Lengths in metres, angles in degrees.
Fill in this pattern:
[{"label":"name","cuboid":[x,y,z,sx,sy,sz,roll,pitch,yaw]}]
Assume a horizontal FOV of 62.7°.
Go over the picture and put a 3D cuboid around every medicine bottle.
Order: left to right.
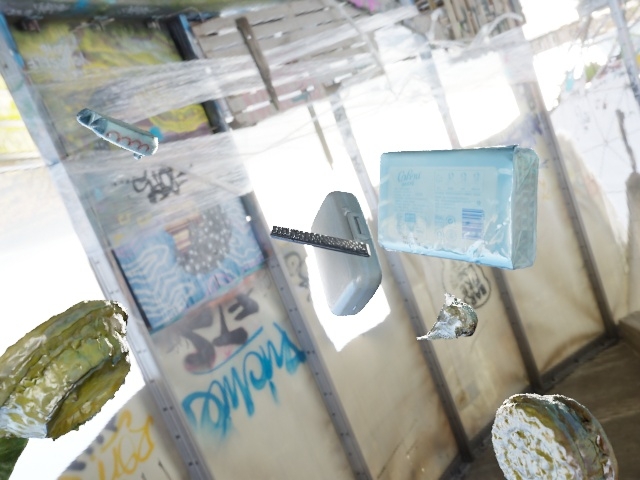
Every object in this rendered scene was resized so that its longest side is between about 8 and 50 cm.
[{"label":"medicine bottle","cuboid":[0.074,0.038,1.669,0.123,0.375,0.282,2,142,-21]}]

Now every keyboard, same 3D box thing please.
[{"label":"keyboard","cuboid":[0.000,0.000,1.059,0.202,0.011,0.067,12,-158,-3]}]

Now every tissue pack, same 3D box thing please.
[{"label":"tissue pack","cuboid":[0.212,-0.059,0.844,0.089,0.177,0.263,-6,-170,-37]}]

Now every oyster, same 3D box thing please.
[{"label":"oyster","cuboid":[0.353,0.219,1.424,0.161,0.107,0.233,-62,176,-13]}]

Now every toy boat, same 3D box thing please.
[{"label":"toy boat","cuboid":[-0.510,-0.263,1.333,0.134,0.078,0.208,27,-174,32]}]

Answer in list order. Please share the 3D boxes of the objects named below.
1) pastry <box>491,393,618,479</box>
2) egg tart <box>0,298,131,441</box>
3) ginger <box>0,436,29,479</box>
[{"label":"pastry","cuboid":[0.451,0.430,1.061,0.132,0.240,0.235,-1,136,-29]},{"label":"egg tart","cuboid":[-0.267,0.148,0.562,0.191,0.074,0.191,-50,171,-11]},{"label":"ginger","cuboid":[-0.558,0.389,0.861,0.089,0.137,0.290,17,-124,9]}]
